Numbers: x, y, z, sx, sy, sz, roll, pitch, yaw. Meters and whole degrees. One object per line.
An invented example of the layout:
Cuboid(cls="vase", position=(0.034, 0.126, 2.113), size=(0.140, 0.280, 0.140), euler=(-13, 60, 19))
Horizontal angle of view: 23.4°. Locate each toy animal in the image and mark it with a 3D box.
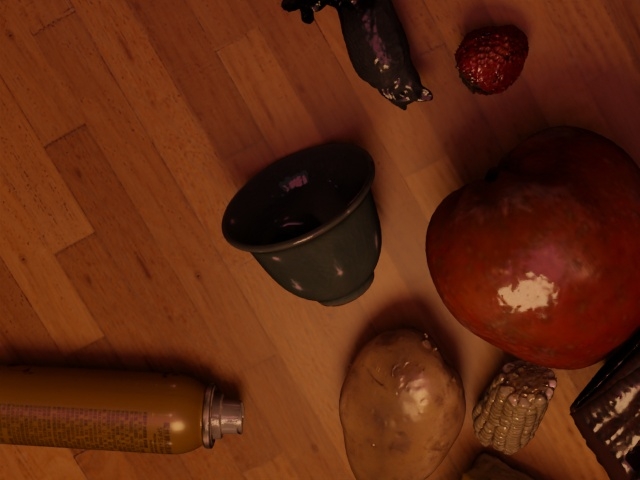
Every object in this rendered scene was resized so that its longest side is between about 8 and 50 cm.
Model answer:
Cuboid(cls="toy animal", position=(0.061, -0.252, 1.830), size=(0.210, 0.121, 0.117), euler=(47, 59, -26))

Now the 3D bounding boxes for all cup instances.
Cuboid(cls="cup", position=(0.000, 0.000, 1.858), size=(0.199, 0.199, 0.150), euler=(-21, 122, 10))

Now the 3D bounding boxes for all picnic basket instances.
Cuboid(cls="picnic basket", position=(0.399, 0.175, 1.822), size=(0.129, 0.297, 0.222), euler=(45, 111, 10))

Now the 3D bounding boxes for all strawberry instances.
Cuboid(cls="strawberry", position=(0.204, -0.214, 1.821), size=(0.096, 0.083, 0.083), euler=(-45, 99, -15))

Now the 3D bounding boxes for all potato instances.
Cuboid(cls="potato", position=(0.106, 0.214, 1.931), size=(0.161, 0.128, 0.234), euler=(0, 111, 21))

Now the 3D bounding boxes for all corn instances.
Cuboid(cls="corn", position=(0.234, 0.196, 1.877), size=(0.087, 0.211, 0.087), euler=(0, 64, -1))

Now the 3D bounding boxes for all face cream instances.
Cuboid(cls="face cream", position=(-0.270, 0.215, 1.962), size=(0.349, 0.105, 0.105), euler=(3, 106, 4))

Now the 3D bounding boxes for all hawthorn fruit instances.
Cuboid(cls="hawthorn fruit", position=(0.268, 0.007, 1.780), size=(0.284, 0.284, 0.284), euler=(1, 106, 4))

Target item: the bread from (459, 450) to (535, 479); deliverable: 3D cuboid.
Cuboid(cls="bread", position=(0.251, 0.489, 1.945), size=(0.333, 0.143, 0.323), euler=(34, 103, 12))
